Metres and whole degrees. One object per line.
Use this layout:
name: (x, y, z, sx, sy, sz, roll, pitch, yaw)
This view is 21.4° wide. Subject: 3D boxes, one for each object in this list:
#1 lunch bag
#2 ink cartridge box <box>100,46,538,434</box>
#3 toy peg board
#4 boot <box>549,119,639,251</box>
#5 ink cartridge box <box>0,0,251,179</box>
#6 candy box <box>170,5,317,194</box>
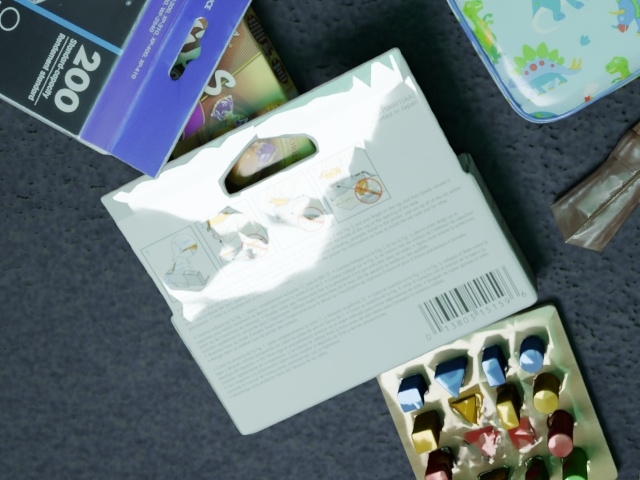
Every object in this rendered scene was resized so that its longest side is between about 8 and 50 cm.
lunch bag: (0.208, -0.208, 1.281, 0.219, 0.090, 0.176, -31, 99, 14)
ink cartridge box: (0.000, 0.000, 1.361, 0.275, 0.060, 0.239, -26, 106, 13)
toy peg board: (0.142, 0.156, 1.386, 0.161, 0.079, 0.160, -19, 100, 12)
boot: (0.252, -0.024, 1.347, 0.106, 0.037, 0.114, 45, 103, 10)
ink cartridge box: (-0.168, -0.183, 1.313, 0.208, 0.045, 0.206, 28, 92, 19)
candy box: (-0.087, -0.127, 1.363, 0.109, 0.053, 0.186, -27, 100, 15)
